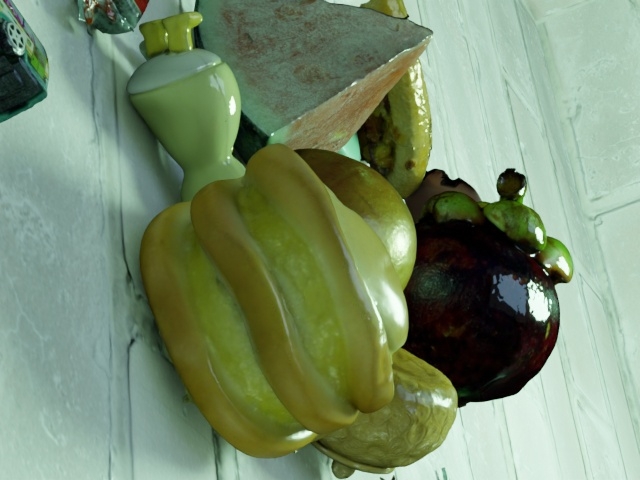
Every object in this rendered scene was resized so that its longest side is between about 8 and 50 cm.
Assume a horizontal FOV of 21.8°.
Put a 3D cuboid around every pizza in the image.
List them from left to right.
[{"bbox_3d":[0.091,-0.231,2.542,0.409,0.114,0.277,90,-23,-49],"label":"pizza"}]

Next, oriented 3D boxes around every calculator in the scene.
[{"bbox_3d":[0.207,-0.005,2.606,0.330,0.048,0.220,-162,-125,-71],"label":"calculator"}]

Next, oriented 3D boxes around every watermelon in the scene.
[{"bbox_3d":[-0.015,-0.177,2.142,0.283,0.293,0.250,49,47,-54],"label":"watermelon"}]

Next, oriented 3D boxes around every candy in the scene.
[{"bbox_3d":[-0.235,-0.303,1.955,0.086,0.059,0.292,60,20,-20],"label":"candy"}]

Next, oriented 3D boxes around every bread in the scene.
[{"bbox_3d":[-0.052,0.070,1.769,0.211,0.270,0.315,-20,86,-55],"label":"bread"}]

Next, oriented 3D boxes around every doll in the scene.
[{"bbox_3d":[-0.135,-0.119,1.931,0.117,0.141,0.296,-37,113,-38],"label":"doll"}]

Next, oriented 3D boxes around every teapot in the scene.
[{"bbox_3d":[0.061,0.219,2.051,0.203,0.167,0.311,29,12,34],"label":"teapot"}]

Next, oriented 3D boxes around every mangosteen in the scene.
[{"bbox_3d":[0.202,0.083,2.346,0.311,0.311,0.311,53,24,-37],"label":"mangosteen"}]

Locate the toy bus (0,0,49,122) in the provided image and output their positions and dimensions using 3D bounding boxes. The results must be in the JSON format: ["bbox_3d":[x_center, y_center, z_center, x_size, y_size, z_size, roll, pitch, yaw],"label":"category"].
[{"bbox_3d":[-0.348,-0.235,1.545,0.261,0.091,0.109,59,14,-29],"label":"toy bus"}]

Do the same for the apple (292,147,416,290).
[{"bbox_3d":[0.000,0.000,2.017,0.207,0.237,0.237,-16,85,-63],"label":"apple"}]

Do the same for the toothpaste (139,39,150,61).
[{"bbox_3d":[-0.164,-0.177,2.047,0.216,0.037,0.062,52,19,-51],"label":"toothpaste"}]

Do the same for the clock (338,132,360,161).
[{"bbox_3d":[-0.016,-0.199,2.417,0.211,0.066,0.159,46,28,-48],"label":"clock"}]

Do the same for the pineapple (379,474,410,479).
[{"bbox_3d":[0.105,0.388,2.053,0.236,0.114,0.186,33,50,-56],"label":"pineapple"}]

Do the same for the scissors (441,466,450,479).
[{"bbox_3d":[0.238,0.516,2.407,0.383,0.029,0.256,69,19,3],"label":"scissors"}]
